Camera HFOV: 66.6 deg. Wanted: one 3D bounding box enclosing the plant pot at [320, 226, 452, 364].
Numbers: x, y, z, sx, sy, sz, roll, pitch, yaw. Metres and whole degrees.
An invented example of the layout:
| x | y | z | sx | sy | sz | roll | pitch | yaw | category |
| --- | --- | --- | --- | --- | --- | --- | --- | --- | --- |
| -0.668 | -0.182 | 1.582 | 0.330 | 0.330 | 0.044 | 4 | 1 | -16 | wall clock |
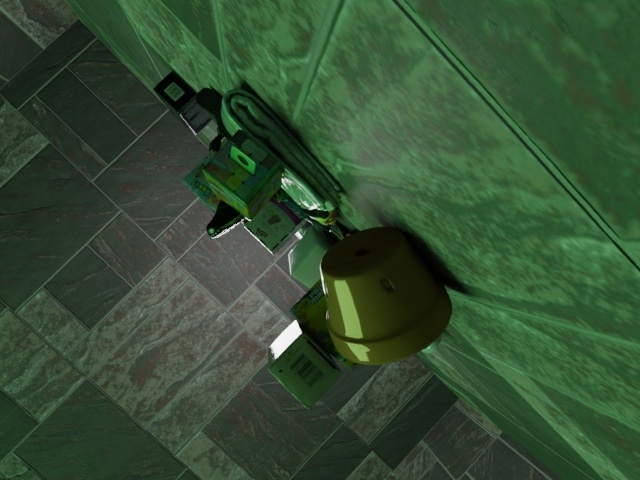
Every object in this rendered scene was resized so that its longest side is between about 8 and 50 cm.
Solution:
| x | y | z | sx | sy | sz | roll | pitch | yaw | category |
| --- | --- | --- | --- | --- | --- | --- | --- | --- | --- |
| 0.129 | 0.104 | 1.103 | 0.291 | 0.291 | 0.203 | 35 | 151 | 62 | plant pot |

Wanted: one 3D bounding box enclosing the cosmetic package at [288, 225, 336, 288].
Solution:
| x | y | z | sx | sy | sz | roll | pitch | yaw | category |
| --- | --- | --- | --- | --- | --- | --- | --- | --- | --- |
| 0.072 | 0.131 | 1.764 | 0.365 | 0.155 | 0.197 | 36 | -166 | -17 | cosmetic package |

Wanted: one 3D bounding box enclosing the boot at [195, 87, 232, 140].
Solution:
| x | y | z | sx | sy | sz | roll | pitch | yaw | category |
| --- | --- | --- | --- | --- | --- | --- | --- | --- | --- |
| -0.279 | -0.370 | 1.541 | 0.246 | 0.083 | 0.161 | 49 | -177 | 17 | boot |

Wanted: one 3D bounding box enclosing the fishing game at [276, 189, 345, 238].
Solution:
| x | y | z | sx | sy | sz | roll | pitch | yaw | category |
| --- | --- | --- | --- | --- | --- | --- | --- | --- | --- |
| -0.038 | -0.079 | 1.553 | 0.264 | 0.041 | 0.189 | 28 | -163 | -27 | fishing game |

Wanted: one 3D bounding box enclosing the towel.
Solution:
| x | y | z | sx | sy | sz | roll | pitch | yaw | category |
| --- | --- | --- | --- | --- | --- | --- | --- | --- | --- |
| -0.121 | -0.227 | 1.291 | 0.374 | 0.090 | 0.320 | 46 | 174 | -15 | towel |

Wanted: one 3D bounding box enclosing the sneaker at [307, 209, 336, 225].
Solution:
| x | y | z | sx | sy | sz | roll | pitch | yaw | category |
| --- | --- | --- | --- | --- | --- | --- | --- | --- | --- |
| 0.016 | -0.084 | 1.441 | 0.094 | 0.081 | 0.208 | 46 | -174 | -13 | sneaker |

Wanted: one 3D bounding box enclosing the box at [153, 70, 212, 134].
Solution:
| x | y | z | sx | sy | sz | roll | pitch | yaw | category |
| --- | --- | --- | --- | --- | --- | --- | --- | --- | --- |
| -0.539 | -0.540 | 1.934 | 0.153 | 0.108 | 0.207 | 43 | 175 | 11 | box |

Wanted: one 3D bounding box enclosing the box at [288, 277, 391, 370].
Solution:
| x | y | z | sx | sy | sz | roll | pitch | yaw | category |
| --- | --- | --- | --- | --- | --- | --- | --- | --- | --- |
| 0.105 | 0.206 | 1.473 | 0.177 | 0.290 | 0.279 | 42 | 173 | 31 | box |

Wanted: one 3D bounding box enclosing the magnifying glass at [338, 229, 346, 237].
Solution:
| x | y | z | sx | sy | sz | roll | pitch | yaw | category |
| --- | --- | --- | --- | --- | --- | --- | --- | --- | --- |
| 0.086 | -0.001 | 1.792 | 0.092 | 0.026 | 0.231 | 44 | 174 | 12 | magnifying glass |

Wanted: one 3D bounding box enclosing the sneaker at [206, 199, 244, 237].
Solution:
| x | y | z | sx | sy | sz | roll | pitch | yaw | category |
| --- | --- | --- | --- | --- | --- | --- | --- | --- | --- |
| -0.235 | -0.116 | 1.305 | 0.107 | 0.283 | 0.124 | -30 | 104 | 40 | sneaker |

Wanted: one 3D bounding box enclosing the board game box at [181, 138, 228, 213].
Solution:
| x | y | z | sx | sy | sz | roll | pitch | yaw | category |
| --- | --- | --- | --- | --- | --- | --- | --- | --- | --- |
| -0.365 | -0.257 | 1.880 | 0.144 | 0.275 | 0.142 | 43 | 174 | 23 | board game box |

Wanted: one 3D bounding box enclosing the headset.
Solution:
| x | y | z | sx | sy | sz | roll | pitch | yaw | category |
| --- | --- | --- | --- | --- | --- | --- | --- | --- | --- |
| -0.218 | -0.265 | 1.706 | 0.394 | 0.185 | 0.243 | 28 | 166 | 12 | headset |

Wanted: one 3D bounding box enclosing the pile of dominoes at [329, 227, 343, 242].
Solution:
| x | y | z | sx | sy | sz | roll | pitch | yaw | category |
| --- | --- | --- | --- | --- | --- | --- | --- | --- | --- |
| 0.082 | 0.032 | 1.678 | 0.251 | 0.040 | 0.196 | 42 | 177 | 42 | pile of dominoes |

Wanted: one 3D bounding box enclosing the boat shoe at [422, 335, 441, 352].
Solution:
| x | y | z | sx | sy | sz | roll | pitch | yaw | category |
| --- | --- | --- | --- | --- | --- | --- | --- | --- | --- |
| 0.345 | 0.319 | 1.826 | 0.105 | 0.113 | 0.306 | 31 | -172 | -16 | boat shoe |

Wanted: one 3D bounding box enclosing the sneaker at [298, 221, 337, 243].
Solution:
| x | y | z | sx | sy | sz | roll | pitch | yaw | category |
| --- | --- | --- | --- | --- | --- | --- | --- | --- | --- |
| 0.000 | 0.000 | 1.892 | 0.268 | 0.101 | 0.153 | 41 | -168 | -19 | sneaker |

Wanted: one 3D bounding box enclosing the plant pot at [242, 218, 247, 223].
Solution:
| x | y | z | sx | sy | sz | roll | pitch | yaw | category |
| --- | --- | --- | --- | --- | --- | --- | --- | --- | --- |
| -0.312 | -0.211 | 2.084 | 0.263 | 0.229 | 0.263 | 45 | 175 | 5 | plant pot |

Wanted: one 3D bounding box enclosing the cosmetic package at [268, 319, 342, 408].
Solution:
| x | y | z | sx | sy | sz | roll | pitch | yaw | category |
| --- | --- | --- | --- | --- | --- | --- | --- | --- | --- |
| -0.051 | 0.327 | 1.337 | 0.153 | 0.129 | 0.296 | 45 | 173 | -4 | cosmetic package |

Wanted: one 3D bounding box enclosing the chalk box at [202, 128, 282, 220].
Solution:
| x | y | z | sx | sy | sz | roll | pitch | yaw | category |
| --- | --- | --- | --- | --- | --- | --- | --- | --- | --- |
| -0.178 | -0.153 | 1.135 | 0.132 | 0.132 | 0.213 | 39 | 169 | 4 | chalk box |

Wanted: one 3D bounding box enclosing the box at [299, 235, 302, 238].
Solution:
| x | y | z | sx | sy | sz | roll | pitch | yaw | category |
| --- | --- | --- | --- | --- | --- | --- | --- | --- | --- |
| 0.021 | 0.046 | 2.266 | 0.395 | 0.097 | 0.318 | 46 | 173 | -13 | box |

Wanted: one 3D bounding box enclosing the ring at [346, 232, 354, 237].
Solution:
| x | y | z | sx | sy | sz | roll | pitch | yaw | category |
| --- | --- | --- | --- | --- | --- | --- | --- | --- | --- |
| 0.210 | 0.090 | 1.534 | 0.336 | 0.032 | 0.336 | 45 | 175 | 5 | ring |

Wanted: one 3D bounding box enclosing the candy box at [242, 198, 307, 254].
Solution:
| x | y | z | sx | sy | sz | roll | pitch | yaw | category |
| --- | --- | --- | --- | --- | --- | --- | --- | --- | --- |
| -0.154 | -0.083 | 1.848 | 0.159 | 0.233 | 0.071 | 44 | 174 | 14 | candy box |
